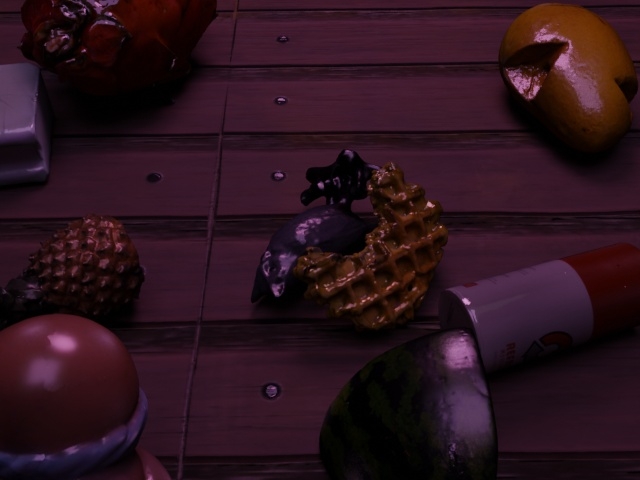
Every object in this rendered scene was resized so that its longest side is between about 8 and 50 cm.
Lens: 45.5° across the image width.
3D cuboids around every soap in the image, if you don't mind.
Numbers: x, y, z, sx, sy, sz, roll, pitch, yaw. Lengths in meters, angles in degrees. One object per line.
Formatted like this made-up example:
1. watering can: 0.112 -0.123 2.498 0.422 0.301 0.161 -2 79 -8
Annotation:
1. soap: -0.514 -0.148 1.019 0.290 0.095 0.172 -8 47 -7

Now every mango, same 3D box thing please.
1. mango: 0.351 -0.230 1.074 0.167 0.130 0.261 -15 53 -10

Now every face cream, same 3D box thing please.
1. face cream: 0.243 0.071 0.813 0.214 0.095 0.095 -14 49 -13

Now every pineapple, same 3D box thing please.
1. pineapple: -0.329 0.072 0.804 0.277 0.118 0.130 -30 25 -29

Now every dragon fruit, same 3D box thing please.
1. dragon fruit: -0.289 -0.335 1.108 0.251 0.250 0.314 9 66 8

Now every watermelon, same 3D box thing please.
1. watermelon: 0.073 0.179 0.693 0.146 0.137 0.192 1 69 -1

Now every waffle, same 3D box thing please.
1. waffle: 0.065 0.009 0.846 0.149 0.051 0.194 35 70 -16

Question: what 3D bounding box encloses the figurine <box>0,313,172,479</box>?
1. figurine: -0.203 0.275 0.537 0.277 0.248 0.388 -34 39 10

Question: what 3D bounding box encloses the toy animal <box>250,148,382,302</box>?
1. toy animal: 0.000 0.005 0.905 0.117 0.121 0.210 40 67 -22
